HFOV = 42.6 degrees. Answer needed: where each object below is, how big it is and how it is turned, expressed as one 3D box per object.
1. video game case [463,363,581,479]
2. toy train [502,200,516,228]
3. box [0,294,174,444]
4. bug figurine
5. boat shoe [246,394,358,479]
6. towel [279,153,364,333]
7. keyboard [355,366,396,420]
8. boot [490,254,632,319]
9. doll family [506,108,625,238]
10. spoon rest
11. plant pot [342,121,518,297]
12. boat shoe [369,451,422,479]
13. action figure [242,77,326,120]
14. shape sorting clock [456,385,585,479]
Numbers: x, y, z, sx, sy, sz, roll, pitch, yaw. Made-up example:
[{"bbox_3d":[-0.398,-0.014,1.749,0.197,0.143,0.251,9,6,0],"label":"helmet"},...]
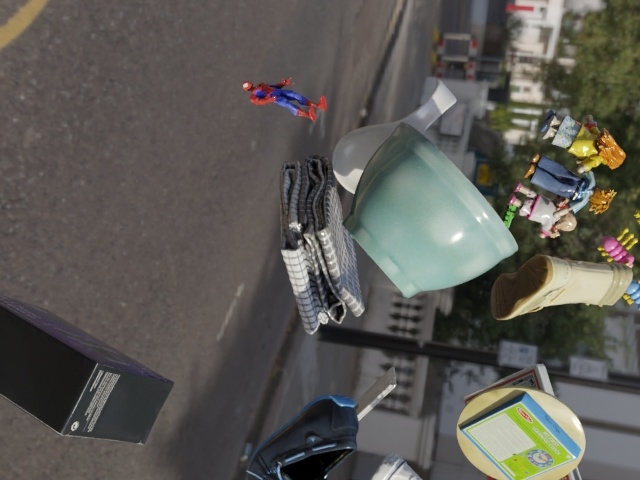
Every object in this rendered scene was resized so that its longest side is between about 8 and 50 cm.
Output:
[{"bbox_3d":[0.365,0.387,1.467,0.204,0.025,0.285,-40,-124,48],"label":"video game case"},{"bbox_3d":[0.439,-0.057,1.920,0.017,0.023,0.083,-8,-123,62],"label":"toy train"},{"bbox_3d":[-0.357,0.166,1.100,0.103,0.261,0.184,-63,154,-9],"label":"box"},{"bbox_3d":[0.751,0.033,1.838,0.279,0.216,0.072,-48,171,34],"label":"bug figurine"},{"bbox_3d":[-0.034,0.308,1.126,0.258,0.109,0.089,120,-33,-42],"label":"boat shoe"},{"bbox_3d":[0.000,0.000,1.584,0.284,0.121,0.235,-94,171,-52],"label":"towel"},{"bbox_3d":[0.075,0.374,1.781,0.256,0.014,0.072,-47,-170,19],"label":"keyboard"},{"bbox_3d":[0.473,0.100,1.646,0.262,0.203,0.095,123,-33,-62],"label":"boot"},{"bbox_3d":[0.474,-0.130,1.534,0.263,0.163,0.118,-64,180,-9],"label":"doll family"},{"bbox_3d":[0.139,-0.195,1.583,0.276,0.137,0.084,-41,-171,19],"label":"spoon rest"},{"bbox_3d":[0.162,-0.028,1.398,0.196,0.293,0.293,-41,166,2],"label":"plant pot"},{"bbox_3d":[0.080,0.436,1.277,0.083,0.075,0.226,-18,140,-57],"label":"boat shoe"},{"bbox_3d":[-0.049,-0.174,0.985,0.038,0.115,0.030,-53,145,-26],"label":"action figure"},{"bbox_3d":[0.328,0.322,1.353,0.040,0.206,0.206,-58,154,-53],"label":"shape sorting clock"}]
